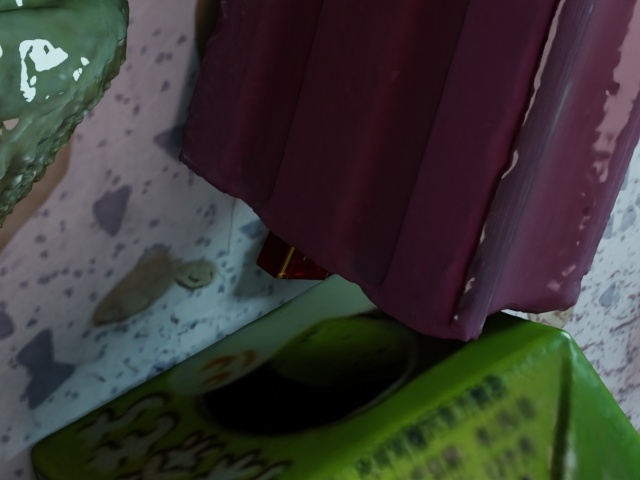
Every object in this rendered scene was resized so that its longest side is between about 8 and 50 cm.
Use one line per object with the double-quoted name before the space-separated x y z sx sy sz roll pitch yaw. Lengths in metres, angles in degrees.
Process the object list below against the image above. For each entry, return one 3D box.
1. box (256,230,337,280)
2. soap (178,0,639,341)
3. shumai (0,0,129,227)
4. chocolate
"box" 0.000 0.000 0.979 0.082 0.023 0.051 4 115 -48
"soap" 0.067 -0.158 0.754 0.128 0.233 0.359 -10 125 -44
"shumai" -0.223 -0.066 0.611 0.261 0.222 0.225 -48 -174 47
"chocolate" -0.004 0.143 0.853 0.289 0.301 0.137 -29 107 -20
